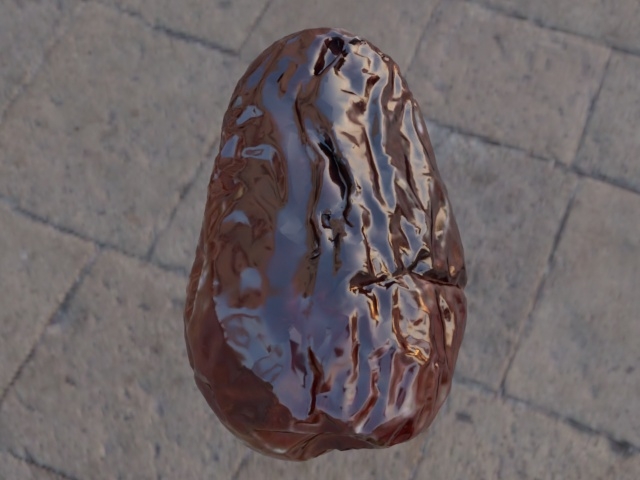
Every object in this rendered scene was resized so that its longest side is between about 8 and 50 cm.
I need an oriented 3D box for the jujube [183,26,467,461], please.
[{"bbox_3d":[0.000,0.000,0.991,0.216,0.216,0.342,2,69,0],"label":"jujube"}]
